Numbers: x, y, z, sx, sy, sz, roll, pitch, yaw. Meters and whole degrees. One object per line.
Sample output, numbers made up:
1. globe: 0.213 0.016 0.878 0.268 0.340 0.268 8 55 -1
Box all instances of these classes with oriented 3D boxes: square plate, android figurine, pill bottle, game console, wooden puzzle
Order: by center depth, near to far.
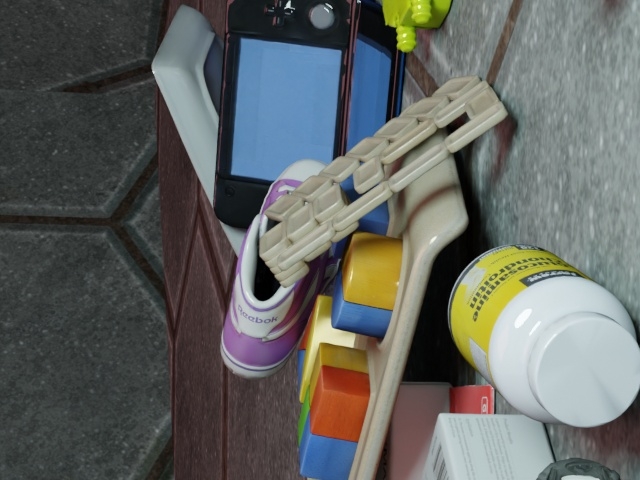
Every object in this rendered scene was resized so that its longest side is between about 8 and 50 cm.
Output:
1. pill bottle: 0.158 0.068 1.286 0.184 0.103 0.103 -134 47 -74
2. wooden puzzle: 0.035 0.067 1.730 0.322 0.080 0.348 -92 19 -66
3. android figurine: 0.092 -0.322 1.825 0.248 0.056 0.273 123 149 -69
4. game console: -0.017 -0.129 2.077 0.173 0.250 0.293 -36 -47 -70
5. square plate: -0.109 -0.116 2.369 0.344 0.049 0.347 -86 -28 -71

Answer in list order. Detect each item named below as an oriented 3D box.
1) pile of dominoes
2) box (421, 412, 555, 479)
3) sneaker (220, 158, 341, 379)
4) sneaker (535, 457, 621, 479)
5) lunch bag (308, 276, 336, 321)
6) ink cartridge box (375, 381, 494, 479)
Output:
1. pile of dominoes: 0.058 -0.053 1.636 0.040 0.251 0.196 53 -171 -15
2. box: 0.132 0.203 1.439 0.101 0.087 0.102 -101 16 -49
3. sneaker: -0.024 -0.008 1.901 0.161 0.102 0.282 99 -175 -49
4. sneaker: 0.166 0.282 1.234 0.108 0.100 0.272 119 152 -78
5. lunch bag: 0.015 0.083 2.160 0.071 0.053 0.083 175 107 -77
6. ink cartridge box: 0.092 0.276 1.692 0.261 0.066 0.296 152 119 -78
